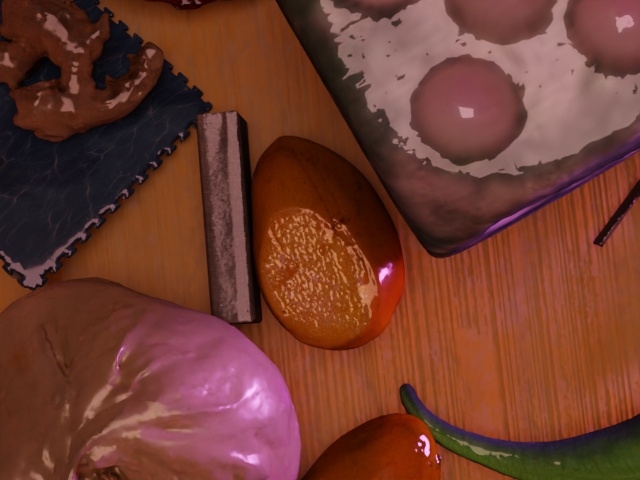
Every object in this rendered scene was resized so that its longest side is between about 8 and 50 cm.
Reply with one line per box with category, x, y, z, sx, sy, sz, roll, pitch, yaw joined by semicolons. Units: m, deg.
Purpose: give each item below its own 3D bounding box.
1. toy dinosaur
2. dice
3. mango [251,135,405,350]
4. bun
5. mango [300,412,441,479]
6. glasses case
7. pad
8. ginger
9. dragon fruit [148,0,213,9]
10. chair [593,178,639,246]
toy dinosaur;0.369;0.125;1.373;0.500;0.144;0.374;30;81;13
dice;0.164;-0.201;1.295;0.348;0.328;0.330;-32;86;4
mango;0.001;0.000;1.411;0.141;0.102;0.217;-24;84;7
bun;-0.196;0.206;1.348;0.361;0.213;0.361;0;88;0
mango;0.041;0.270;1.388;0.147;0.109;0.227;31;88;28
glasses case;-0.090;-0.020;1.430;0.047;0.071;0.204;-6;86;5
pad;-0.287;-0.127;1.448;0.269;0.012;0.269;40;77;4
ginger;-0.287;-0.203;1.429;0.259;0.065;0.149;41;78;2
dragon fruit;-0.113;-0.353;1.429;0.317;0.152;0.205;-26;128;14
chair;0.365;-0.064;1.404;0.104;0.095;0.221;29;87;-5
